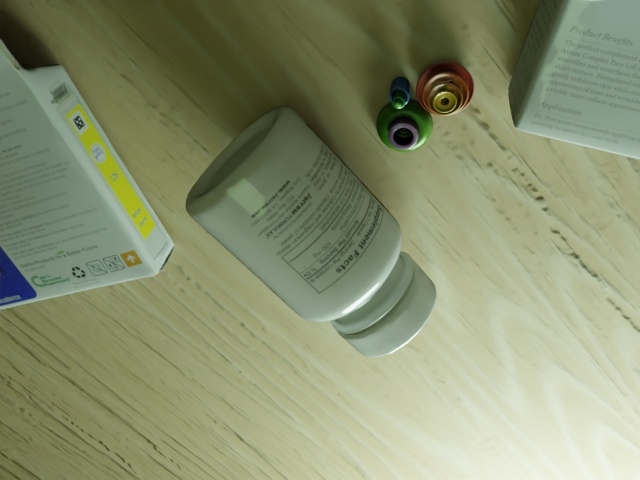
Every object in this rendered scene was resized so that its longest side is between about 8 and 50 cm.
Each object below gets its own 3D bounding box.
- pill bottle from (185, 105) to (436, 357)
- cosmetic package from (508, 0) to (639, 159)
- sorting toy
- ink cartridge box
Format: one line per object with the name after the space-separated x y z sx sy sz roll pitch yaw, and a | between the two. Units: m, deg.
0.000 0.000 0.599 0.131 0.131 0.229 -32 114 30 | pill bottle
0.225 -0.180 0.451 0.117 0.085 0.231 14 126 1 | cosmetic package
0.084 -0.111 0.555 0.061 0.042 0.102 35 125 -14 | sorting toy
-0.357 -0.066 0.667 0.304 0.072 0.307 -12 121 21 | ink cartridge box
